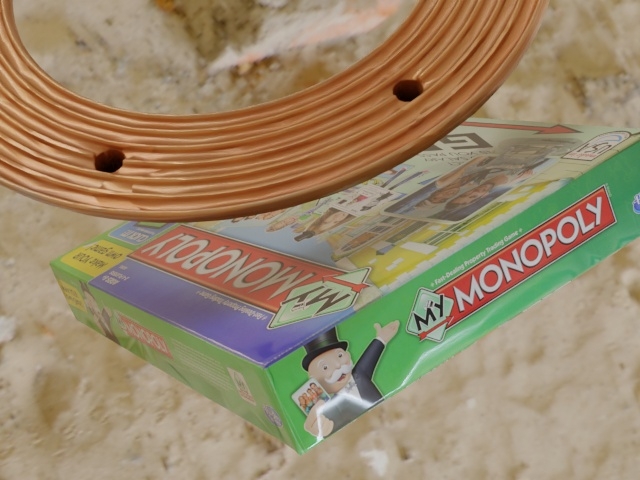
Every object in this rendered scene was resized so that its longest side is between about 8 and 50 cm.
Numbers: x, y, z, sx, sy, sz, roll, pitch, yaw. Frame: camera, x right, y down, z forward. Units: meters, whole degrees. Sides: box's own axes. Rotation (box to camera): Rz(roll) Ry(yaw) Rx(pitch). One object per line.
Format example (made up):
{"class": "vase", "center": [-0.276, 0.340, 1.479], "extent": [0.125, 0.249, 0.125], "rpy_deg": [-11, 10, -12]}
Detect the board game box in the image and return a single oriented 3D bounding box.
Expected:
{"class": "board game box", "center": [0.000, 0.000, 0.683], "extent": [0.213, 0.317, 0.046], "rpy_deg": [-30, 109, -21]}

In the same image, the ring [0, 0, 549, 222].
{"class": "ring", "center": [-0.049, -0.138, 0.667], "extent": [0.032, 0.336, 0.337], "rpy_deg": [77, 27, -52]}
